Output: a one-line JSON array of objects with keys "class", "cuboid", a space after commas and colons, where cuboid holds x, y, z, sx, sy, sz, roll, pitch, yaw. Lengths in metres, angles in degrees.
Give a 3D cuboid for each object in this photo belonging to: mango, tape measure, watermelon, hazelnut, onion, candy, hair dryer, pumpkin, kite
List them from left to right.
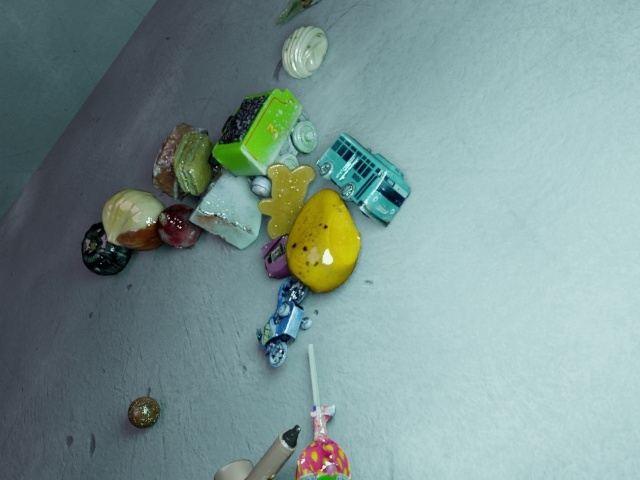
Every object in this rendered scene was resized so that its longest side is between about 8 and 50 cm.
[{"class": "pumpkin", "cuboid": [-0.874, 0.032, 2.167, 0.233, 0.163, 0.233, -9, 74, 34]}, {"class": "hazelnut", "cuboid": [-0.683, -0.068, 1.962, 0.241, 0.261, 0.261, -47, 40, -18]}, {"class": "onion", "cuboid": [-0.506, -0.058, 1.844, 0.159, 0.195, 0.160, -6, 74, 20]}, {"class": "candy", "cuboid": [-0.517, -0.294, 1.954, 0.214, 0.157, 0.290, 107, -177, -81]}, {"class": "watermelon", "cuboid": [-0.343, -0.117, 1.688, 0.289, 0.213, 0.320, -10, 92, 33]}, {"class": "hair dryer", "cuboid": [-0.127, 0.545, 1.210, 0.344, 0.106, 0.189, -59, 41, 27]}, {"class": "tape measure", "cuboid": [-0.111, 0.048, 1.507, 0.125, 0.074, 0.118, -39, 49, 26]}, {"class": "kite", "cuboid": [-0.057, -0.926, 1.975, 0.323, 0.013, 0.267, -54, 45, 5]}, {"class": "candy", "cuboid": [-0.008, 0.407, 1.223, 0.124, 0.124, 0.365, -34, 44, 27]}, {"class": "mango", "cuboid": [0.000, 0.000, 1.373, 0.191, 0.159, 0.290, -24, 51, 44]}]

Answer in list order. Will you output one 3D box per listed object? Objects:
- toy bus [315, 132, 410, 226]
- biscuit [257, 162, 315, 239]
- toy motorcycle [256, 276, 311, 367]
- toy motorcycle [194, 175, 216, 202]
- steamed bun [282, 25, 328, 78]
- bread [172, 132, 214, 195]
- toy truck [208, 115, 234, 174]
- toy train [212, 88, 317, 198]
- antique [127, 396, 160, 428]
[{"class": "toy bus", "cuboid": [0.111, -0.162, 1.364, 0.147, 0.128, 0.256, -51, 43, 10]}, {"class": "biscuit", "cuboid": [-0.100, -0.109, 1.521, 0.035, 0.158, 0.240, -114, 34, -65]}, {"class": "toy motorcycle", "cuboid": [-0.102, 0.214, 1.411, 0.135, 0.092, 0.255, -9, 55, 51]}, {"class": "toy motorcycle", "cuboid": [-0.393, -0.180, 1.889, 0.205, 0.076, 0.114, 15, 90, 44]}, {"class": "steamed bun", "cuboid": [-0.062, -0.637, 1.773, 0.182, 0.106, 0.183, -20, 57, 34]}, {"class": "bread", "cuboid": [-0.428, -0.259, 1.784, 0.102, 0.138, 0.196, 1, 52, 12]}, {"class": "toy truck", "cuboid": [-0.290, -0.318, 1.820, 0.224, 0.147, 0.165, -62, 21, 3]}, {"class": "toy train", "cuboid": [-0.157, -0.297, 1.578, 0.173, 0.249, 0.307, 3, 58, 43]}, {"class": "antique", "cuboid": [-0.557, 0.543, 1.668, 0.104, 0.104, 0.104, -20, 58, 35]}]
